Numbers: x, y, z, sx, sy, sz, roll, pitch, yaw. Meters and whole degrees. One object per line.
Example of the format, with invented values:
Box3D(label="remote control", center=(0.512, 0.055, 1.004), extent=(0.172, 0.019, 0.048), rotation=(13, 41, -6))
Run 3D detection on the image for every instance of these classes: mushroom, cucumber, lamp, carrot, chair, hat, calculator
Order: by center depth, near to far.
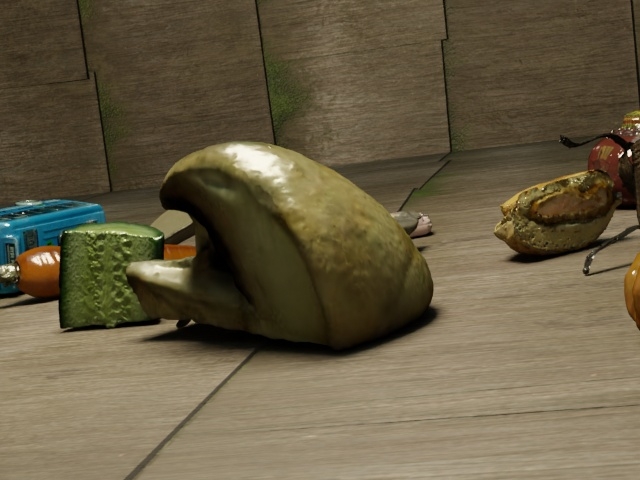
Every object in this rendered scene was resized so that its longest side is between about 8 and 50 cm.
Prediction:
Box3D(label="mushroom", center=(-0.029, -0.008, 1.254), extent=(0.292, 0.212, 0.217), rotation=(-10, 11, 47))
Box3D(label="chair", center=(0.370, -0.046, 1.341), extent=(0.213, 0.149, 0.174), rotation=(-8, 4, -41))
Box3D(label="cucumber", center=(-0.221, 0.040, 1.395), extent=(0.116, 0.115, 0.062), rotation=(3, 9, 12))
Box3D(label="carrot", center=(-0.270, 0.035, 1.705), extent=(0.336, 0.069, 0.069), rotation=(-4, 4, -32))
Box3D(label="calculator", center=(0.072, -0.015, 1.816), extent=(0.175, 0.032, 0.100), rotation=(-10, 7, -19))
Box3D(label="lamp", center=(0.458, -0.118, 1.830), extent=(0.157, 0.134, 0.156), rotation=(-9, 6, 3))
Box3D(label="hat", center=(-0.145, -0.011, 1.905), extent=(0.245, 0.149, 0.214), rotation=(-43, 12, 8))

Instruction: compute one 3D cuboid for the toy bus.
Box3D(label="toy bus", center=(-0.415, 0.008, 1.818), extent=(0.134, 0.113, 0.246), rotation=(2, 9, 25))

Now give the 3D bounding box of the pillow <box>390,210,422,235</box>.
Box3D(label="pillow", center=(0.000, 0.000, 1.675), extent=(0.255, 0.059, 0.169), rotation=(-5, 7, 33))

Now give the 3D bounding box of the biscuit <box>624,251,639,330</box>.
Box3D(label="biscuit", center=(0.391, 0.018, 0.960), extent=(0.326, 0.107, 0.326), rotation=(-4, 6, 0))

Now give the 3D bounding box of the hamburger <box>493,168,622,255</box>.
Box3D(label="hamburger", center=(0.267, -0.024, 1.521), extent=(0.176, 0.087, 0.102), rotation=(-21, 1, -33))
